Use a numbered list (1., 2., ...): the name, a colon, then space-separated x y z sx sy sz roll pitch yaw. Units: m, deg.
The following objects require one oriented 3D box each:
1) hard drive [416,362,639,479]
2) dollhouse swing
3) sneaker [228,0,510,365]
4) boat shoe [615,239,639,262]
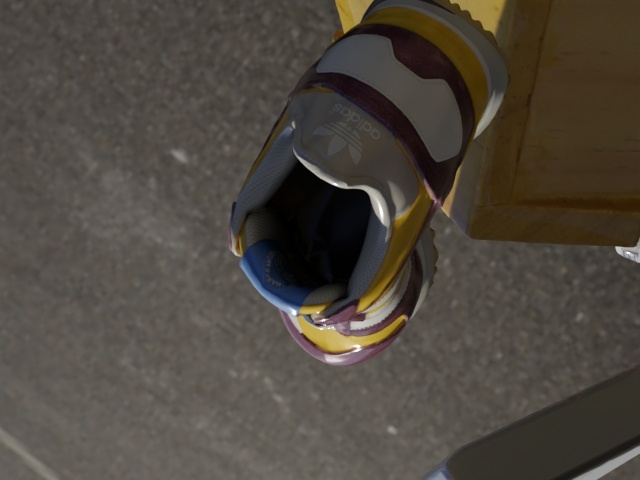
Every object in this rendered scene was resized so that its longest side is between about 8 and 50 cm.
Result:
1. hard drive: 0.100 0.188 0.983 0.047 0.233 0.353 61 146 16
2. dollhouse swing: 0.210 -0.210 0.882 0.315 0.304 0.347 -123 29 -46
3. sneaker: 0.000 0.000 0.471 0.069 0.084 0.185 34 147 14
4. boat shoe: 0.280 -0.110 1.021 0.088 0.268 0.096 13 -179 24
